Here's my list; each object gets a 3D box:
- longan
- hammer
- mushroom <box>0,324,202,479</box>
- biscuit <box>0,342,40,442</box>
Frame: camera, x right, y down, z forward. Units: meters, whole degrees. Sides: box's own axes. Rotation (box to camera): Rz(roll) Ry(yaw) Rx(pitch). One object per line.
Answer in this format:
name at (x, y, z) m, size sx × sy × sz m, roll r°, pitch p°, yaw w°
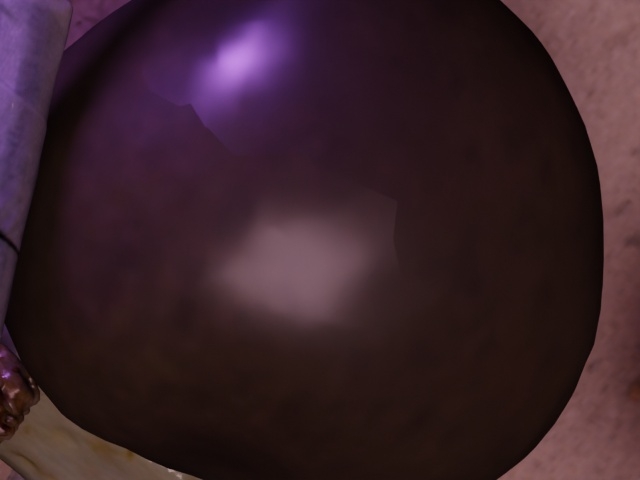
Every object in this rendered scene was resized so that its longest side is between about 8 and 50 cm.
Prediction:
longan at (0.000, 0.000, 0.733) m, size 0.246 × 0.215 × 0.246 m, roll 2°, pitch 101°, yaw 11°
hammer at (-0.102, -0.111, 0.650) m, size 0.044 × 0.152 × 0.427 m, roll 10°, pitch 95°, yaw -52°
mushroom at (-0.118, 0.061, 0.826) m, size 0.100 × 0.081 × 0.312 m, roll -28°, pitch 115°, yaw 28°
biscuit at (-0.225, 0.017, 0.766) m, size 0.231 × 0.025 × 0.131 m, roll 45°, pitch 127°, yaw 1°
